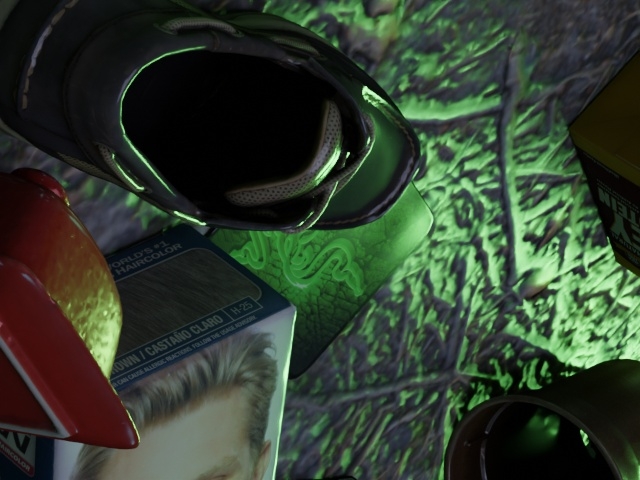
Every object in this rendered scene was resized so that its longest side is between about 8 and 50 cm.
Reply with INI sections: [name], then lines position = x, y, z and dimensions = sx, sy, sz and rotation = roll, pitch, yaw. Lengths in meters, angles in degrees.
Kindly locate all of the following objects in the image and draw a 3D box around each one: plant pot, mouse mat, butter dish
[plant pot]
position = 0.211, 0.176, 1.528
dimensions = 0.165, 0.167, 0.167
rotation = -24, 137, -49
[mouse mat]
position = 0.000, 0.000, 1.235
dimensions = 0.152, 0.007, 0.189
rotation = -49, 145, -8
[butter dish]
position = -0.162, 0.015, 0.946
dimensions = 0.118, 0.160, 0.160
rotation = -66, 148, -31

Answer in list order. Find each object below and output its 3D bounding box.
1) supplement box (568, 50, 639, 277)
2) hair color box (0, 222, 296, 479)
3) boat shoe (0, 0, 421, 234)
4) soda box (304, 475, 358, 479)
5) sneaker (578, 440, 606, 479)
[supplement box]
position = 0.312, -0.068, 1.447
dimensions = 0.191, 0.129, 0.194
rotation = -47, 146, -11
[hair color box]
position = -0.125, 0.179, 1.152
dimensions = 0.174, 0.105, 0.347
rotation = -26, 137, -37
[boat shoe]
position = -0.044, -0.052, 1.020
dimensions = 0.355, 0.130, 0.132
rotation = 13, 109, -54
[soda box]
position = -0.022, 0.207, 1.350
dimensions = 0.169, 0.053, 0.060
rotation = 4, 117, -52
[sneaker]
position = 0.211, 0.323, 1.670
dimensions = 0.112, 0.131, 0.319
rotation = 14, 108, -54
